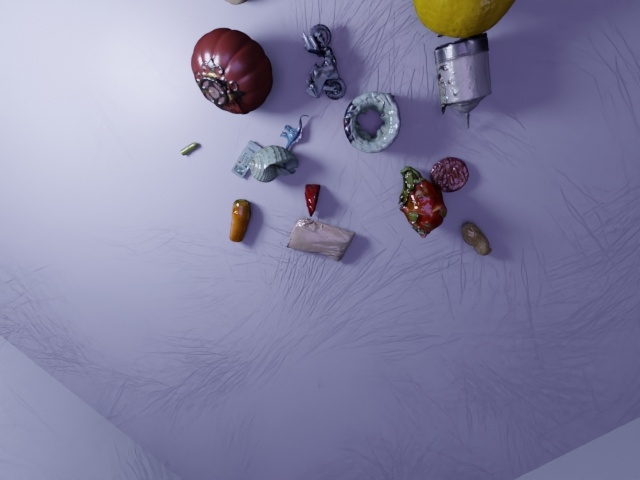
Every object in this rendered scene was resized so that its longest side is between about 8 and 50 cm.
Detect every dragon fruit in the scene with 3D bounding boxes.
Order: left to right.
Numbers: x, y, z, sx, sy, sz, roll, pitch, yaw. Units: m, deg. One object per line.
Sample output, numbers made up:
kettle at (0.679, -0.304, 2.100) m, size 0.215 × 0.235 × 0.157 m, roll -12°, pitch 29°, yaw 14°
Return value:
dragon fruit at (-0.045, -0.171, 1.719) m, size 0.063 × 0.097 × 0.131 m, roll 14°, pitch 130°, yaw 4°
dragon fruit at (0.387, -0.153, 1.614) m, size 0.269 × 0.198 × 0.200 m, roll 44°, pitch 65°, yaw -13°

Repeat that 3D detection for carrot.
carrot at (-0.351, -0.086, 1.770) m, size 0.087 × 0.087 × 0.193 m, roll 11°, pitch 112°, yaw 1°

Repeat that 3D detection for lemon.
lemon at (0.462, -0.847, 1.237) m, size 0.365 × 0.364 × 0.363 m, roll 2°, pitch 110°, yaw 5°

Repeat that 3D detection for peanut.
peanut at (0.656, -0.003, 1.707) m, size 0.080 × 0.080 × 0.174 m, roll -39°, pitch 104°, yaw 17°

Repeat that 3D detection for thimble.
thimble at (0.201, -0.457, 1.543) m, size 0.238 × 0.150 × 0.237 m, roll 1°, pitch 109°, yaw 4°

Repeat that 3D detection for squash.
squash at (-0.552, -0.389, 1.705) m, size 0.083 × 0.027 × 0.027 m, roll -28°, pitch 105°, yaw 13°

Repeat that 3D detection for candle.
candle at (0.520, -0.562, 1.459) m, size 0.188 × 0.187 × 0.329 m, roll -11°, pitch 110°, yaw 9°

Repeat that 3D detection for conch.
conch at (-0.195, -0.320, 1.640) m, size 0.131 × 0.200 × 0.172 m, roll 55°, pitch 138°, yaw 16°

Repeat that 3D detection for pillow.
pillow at (0.000, 0.000, 1.775) m, size 0.271 × 0.067 × 0.173 m, roll 17°, pitch 116°, yaw 0°

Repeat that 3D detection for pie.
pie at (0.525, -0.265, 1.643) m, size 0.155 × 0.036 × 0.154 m, roll 2°, pitch 110°, yaw 6°

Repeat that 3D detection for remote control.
remote control at (-0.312, -0.340, 1.700) m, size 0.061 × 0.029 × 0.162 m, roll 36°, pitch 114°, yaw -6°

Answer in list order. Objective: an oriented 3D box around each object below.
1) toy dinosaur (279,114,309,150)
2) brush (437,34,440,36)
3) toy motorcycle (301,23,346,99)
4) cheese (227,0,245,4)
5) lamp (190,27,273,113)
toy dinosaur at (-0.115, -0.433, 1.639) m, size 0.080 × 0.045 × 0.197 m, roll 30°, pitch 119°, yaw -13°
brush at (0.463, -0.771, 1.475) m, size 0.083 × 0.008 × 0.024 m, roll -33°, pitch 107°, yaw 15°
toy motorcycle at (-0.006, -0.653, 1.516) m, size 0.159 × 0.106 × 0.270 m, roll -19°, pitch 111°, yaw 6°
cheese at (-0.324, -0.961, 1.424) m, size 0.218 × 0.117 × 0.234 m, roll 0°, pitch 111°, yaw 7°
lamp at (-0.322, -0.611, 1.474) m, size 0.304 × 0.256 × 0.303 m, roll 20°, pitch 147°, yaw 13°
